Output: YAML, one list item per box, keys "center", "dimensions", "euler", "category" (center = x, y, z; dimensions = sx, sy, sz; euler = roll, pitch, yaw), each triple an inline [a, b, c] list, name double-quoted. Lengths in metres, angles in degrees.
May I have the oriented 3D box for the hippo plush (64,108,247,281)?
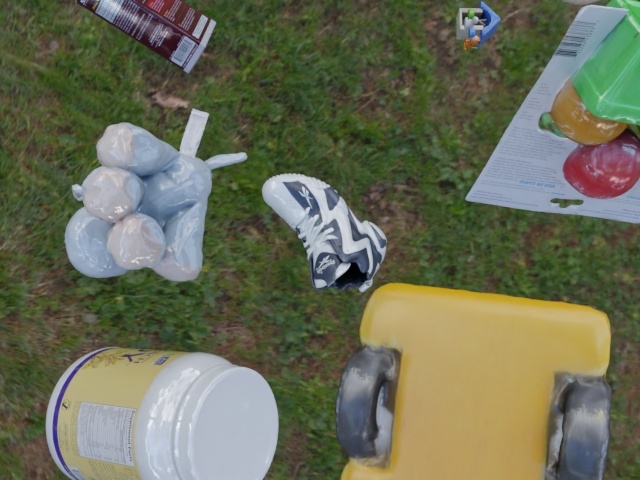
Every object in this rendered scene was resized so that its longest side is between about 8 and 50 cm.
- center: [-0.305, -0.066, 1.175]
  dimensions: [0.234, 0.236, 0.294]
  euler: [45, 46, -39]
  category: "hippo plush"

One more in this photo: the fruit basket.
- center: [0.421, -0.167, 1.091]
  dimensions: [0.327, 0.353, 0.165]
  euler: [6, 53, -15]
  category: "fruit basket"

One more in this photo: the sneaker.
- center: [0.000, 0.000, 1.209]
  dimensions: [0.235, 0.094, 0.153]
  euler: [39, 34, -19]
  category: "sneaker"

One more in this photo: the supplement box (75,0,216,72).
- center: [-0.327, -0.434, 1.448]
  dimensions: [0.239, 0.073, 0.130]
  euler: [31, 32, -17]
  category: "supplement box"

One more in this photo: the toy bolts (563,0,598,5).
- center: [0.159, -0.282, 0.540]
  dimensions: [0.228, 0.218, 0.158]
  euler: [26, 112, -21]
  category: "toy bolts"

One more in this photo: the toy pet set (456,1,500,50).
- center: [0.254, -0.348, 1.191]
  dimensions: [0.065, 0.114, 0.122]
  euler: [1, 76, 0]
  category: "toy pet set"

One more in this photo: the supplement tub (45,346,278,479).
- center: [-0.260, 0.301, 1.250]
  dimensions: [0.241, 0.331, 0.241]
  euler: [6, 82, -55]
  category: "supplement tub"

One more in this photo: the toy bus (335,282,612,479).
- center: [0.063, 0.191, 0.348]
  dimensions: [0.130, 0.108, 0.333]
  euler: [19, 77, -69]
  category: "toy bus"
